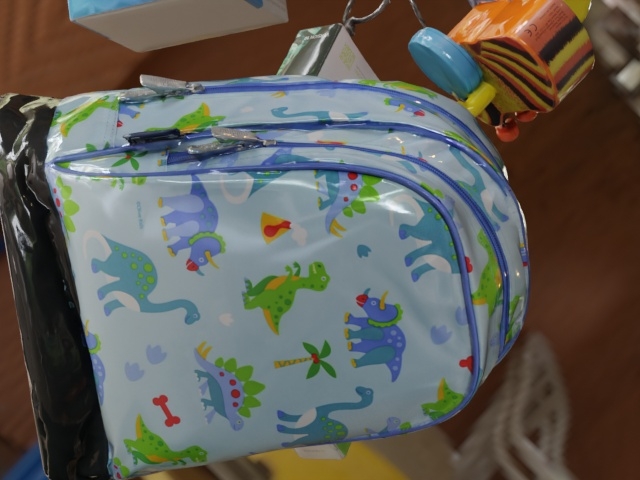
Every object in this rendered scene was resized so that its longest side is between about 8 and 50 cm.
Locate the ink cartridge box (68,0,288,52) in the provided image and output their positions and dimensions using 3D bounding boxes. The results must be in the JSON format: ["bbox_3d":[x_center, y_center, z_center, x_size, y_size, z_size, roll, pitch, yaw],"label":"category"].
[{"bbox_3d":[-0.171,-0.376,2.117,0.198,0.197,0.270,15,66,-72],"label":"ink cartridge box"}]

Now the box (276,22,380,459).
[{"bbox_3d":[0.000,0.000,1.675,0.058,0.322,0.232,-6,-45,37],"label":"box"}]

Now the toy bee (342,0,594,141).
[{"bbox_3d":[0.160,-0.158,1.634,0.162,0.195,0.298,48,9,-26],"label":"toy bee"}]

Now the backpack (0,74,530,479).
[{"bbox_3d":[-0.033,0.021,1.287,0.273,0.356,0.290,-129,-148,-74],"label":"backpack"}]
